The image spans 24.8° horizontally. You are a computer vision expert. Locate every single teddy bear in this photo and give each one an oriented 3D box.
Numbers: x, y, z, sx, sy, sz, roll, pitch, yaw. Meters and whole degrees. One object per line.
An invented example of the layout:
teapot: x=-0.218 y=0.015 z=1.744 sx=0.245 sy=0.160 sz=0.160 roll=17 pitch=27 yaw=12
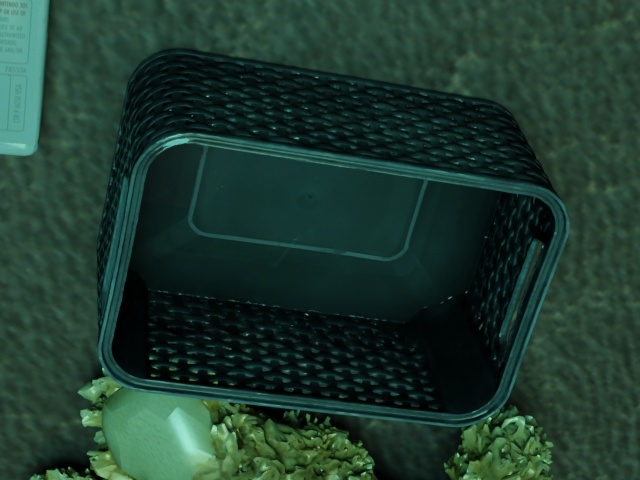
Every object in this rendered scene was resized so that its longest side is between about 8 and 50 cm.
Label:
teddy bear: x=0.010 y=0.171 z=0.729 sx=0.338 sy=0.113 sz=0.245 roll=14 pitch=110 yaw=-8

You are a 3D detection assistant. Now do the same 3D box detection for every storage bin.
storage bin: x=0.000 y=0.000 z=0.625 sx=0.180 sy=0.084 sz=0.122 roll=8 pitch=119 yaw=-14

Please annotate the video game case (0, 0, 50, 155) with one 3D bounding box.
video game case: x=-0.214 y=-0.136 z=0.545 sx=0.227 sy=0.026 sz=0.206 roll=4 pitch=120 yaw=-10
